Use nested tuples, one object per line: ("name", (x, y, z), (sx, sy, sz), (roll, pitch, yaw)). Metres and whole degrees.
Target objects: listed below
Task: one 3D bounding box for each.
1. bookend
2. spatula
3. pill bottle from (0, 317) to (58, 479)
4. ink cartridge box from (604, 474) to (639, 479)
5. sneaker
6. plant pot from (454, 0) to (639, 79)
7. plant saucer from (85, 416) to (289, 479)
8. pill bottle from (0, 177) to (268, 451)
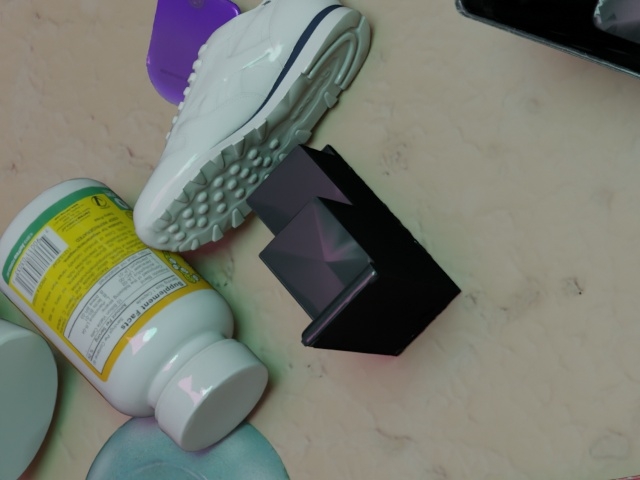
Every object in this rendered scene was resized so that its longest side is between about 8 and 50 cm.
("bookend", (0.000, 0.000, 1.366), (0.072, 0.157, 0.156), (-46, 69, 14))
("spatula", (-0.066, -0.245, 1.491), (0.084, 0.030, 0.296), (21, 94, 28))
("pill bottle", (-0.380, 0.084, 1.521), (0.334, 0.188, 0.188), (20, 93, 26))
("ink cartridge box", (0.137, 0.271, 1.297), (0.272, 0.114, 0.197), (-13, 80, 23))
("sneaker", (-0.066, -0.095, 1.437), (0.095, 0.090, 0.235), (36, 81, 25))
("plant pot", (0.230, -0.194, 1.271), (0.188, 0.167, 0.187), (24, 96, 26))
("plant saucer", (-0.111, 0.218, 1.464), (0.195, 0.037, 0.195), (-3, 83, 24))
("pill bottle", (-0.140, 0.058, 1.448), (0.208, 0.117, 0.117), (42, 103, 23))
